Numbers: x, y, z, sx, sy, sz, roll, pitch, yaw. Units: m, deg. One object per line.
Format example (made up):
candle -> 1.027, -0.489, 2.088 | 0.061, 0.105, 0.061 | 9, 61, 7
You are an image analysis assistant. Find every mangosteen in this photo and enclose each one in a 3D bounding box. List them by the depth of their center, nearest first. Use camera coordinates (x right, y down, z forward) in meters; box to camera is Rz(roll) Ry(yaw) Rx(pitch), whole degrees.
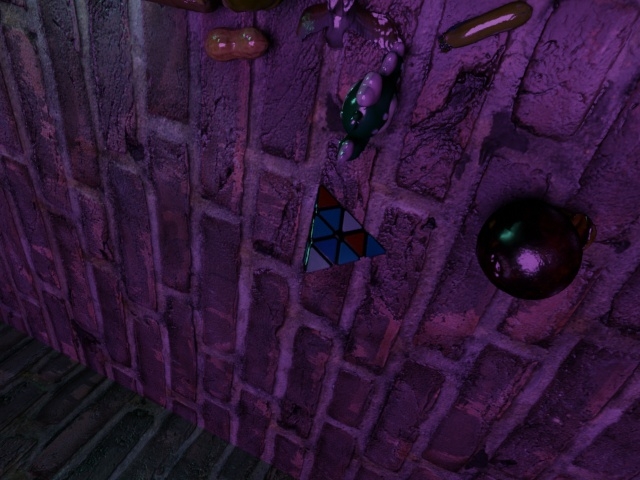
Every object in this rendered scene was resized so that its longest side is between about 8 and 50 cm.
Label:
mangosteen -> 0.495, 0.014, 0.919 | 0.266, 0.228, 0.228 | -19, 115, -11

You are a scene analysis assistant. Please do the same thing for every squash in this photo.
squash -> 0.329, -0.435, 0.817 | 0.184, 0.052, 0.052 | -6, 115, 32

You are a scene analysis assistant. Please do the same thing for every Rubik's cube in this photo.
Rubik's cube -> 0.000, 0.000, 1.114 | 0.285, 0.234, 0.249 | -1, 117, 27

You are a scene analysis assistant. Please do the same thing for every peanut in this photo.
peanut -> -0.215, -0.497, 1.014 | 0.193, 0.089, 0.089 | 6, 120, 23

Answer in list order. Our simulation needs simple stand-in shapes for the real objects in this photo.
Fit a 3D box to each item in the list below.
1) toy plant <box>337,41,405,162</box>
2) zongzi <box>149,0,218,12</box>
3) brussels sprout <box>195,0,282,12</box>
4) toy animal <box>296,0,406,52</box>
toy plant -> 0.110, -0.293, 0.879 | 0.113, 0.243, 0.232 | 29, 153, 8
zongzi -> -0.351, -0.716, 0.942 | 0.274, 0.145, 0.299 | 14, 102, 3
brussels sprout -> -0.189, -0.664, 0.794 | 0.371, 0.275, 0.314 | 31, 142, 1
toy animal -> 0.064, -0.499, 0.857 | 0.273, 0.160, 0.197 | 17, 122, 8
